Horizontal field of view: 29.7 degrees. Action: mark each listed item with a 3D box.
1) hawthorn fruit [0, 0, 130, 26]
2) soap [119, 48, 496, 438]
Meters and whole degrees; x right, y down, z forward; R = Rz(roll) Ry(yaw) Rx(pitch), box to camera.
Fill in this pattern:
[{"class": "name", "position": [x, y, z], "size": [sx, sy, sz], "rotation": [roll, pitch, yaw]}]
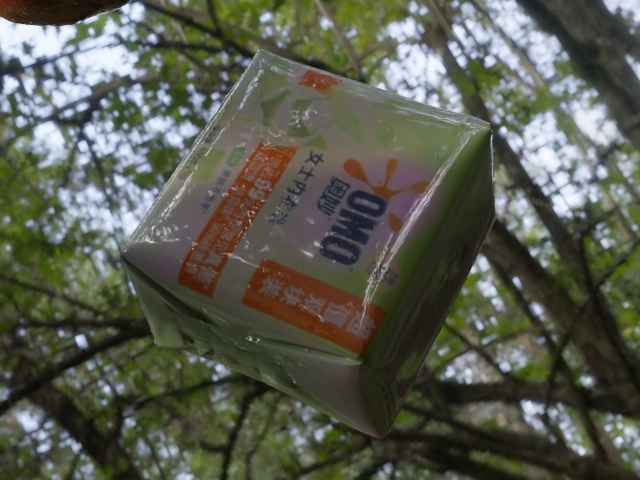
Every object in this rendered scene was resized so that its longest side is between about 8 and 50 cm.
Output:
[{"class": "hawthorn fruit", "position": [-0.277, -0.305, 1.189], "size": [0.253, 0.205, 0.205], "rotation": [-5, -7, 37]}, {"class": "soap", "position": [0.000, 0.000, 0.805], "size": [0.199, 0.182, 0.138], "rotation": [-59, -21, -25]}]
